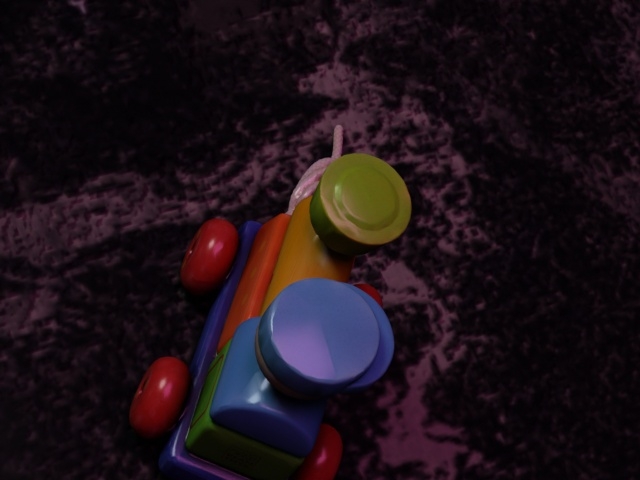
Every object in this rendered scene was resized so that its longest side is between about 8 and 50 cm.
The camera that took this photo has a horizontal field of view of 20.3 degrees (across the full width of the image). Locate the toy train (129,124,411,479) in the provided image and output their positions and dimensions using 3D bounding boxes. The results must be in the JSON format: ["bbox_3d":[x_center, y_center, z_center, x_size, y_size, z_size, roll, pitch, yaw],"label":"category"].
[{"bbox_3d":[0.000,0.000,0.893,0.105,0.143,0.248,25,56,-11],"label":"toy train"}]
